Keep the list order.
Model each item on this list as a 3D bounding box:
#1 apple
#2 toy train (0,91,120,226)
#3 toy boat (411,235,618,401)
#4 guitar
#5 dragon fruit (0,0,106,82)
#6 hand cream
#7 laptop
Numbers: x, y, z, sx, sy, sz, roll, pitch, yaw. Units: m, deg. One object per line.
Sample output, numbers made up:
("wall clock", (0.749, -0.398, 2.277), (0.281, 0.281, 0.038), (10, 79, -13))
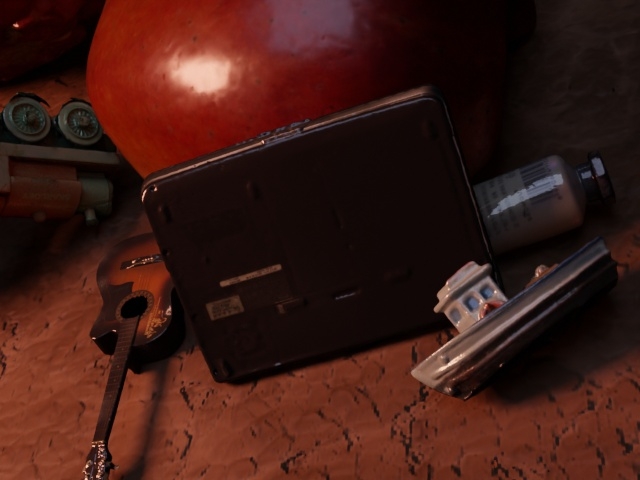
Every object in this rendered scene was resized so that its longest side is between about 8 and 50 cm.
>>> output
("apple", (-0.009, -0.158, 0.769), (0.365, 0.329, 0.295), (2, 94, 32))
("toy train", (-0.249, -0.058, 0.778), (0.074, 0.176, 0.118), (-29, 65, 48))
("toy boat", (0.111, 0.039, 0.565), (0.140, 0.059, 0.066), (-38, 69, -2))
("guitar", (-0.136, 0.083, 0.673), (0.088, 0.025, 0.233), (-11, 46, 16))
("dragon fruit", (-0.367, -0.284, 0.970), (0.386, 0.249, 0.371), (-22, 14, 22))
("hand cream", (0.081, -0.004, 0.643), (0.234, 0.050, 0.080), (-19, 43, 15))
("laptop", (0.000, 0.000, 0.606), (0.207, 0.154, 0.026), (-16, 15, 11))
